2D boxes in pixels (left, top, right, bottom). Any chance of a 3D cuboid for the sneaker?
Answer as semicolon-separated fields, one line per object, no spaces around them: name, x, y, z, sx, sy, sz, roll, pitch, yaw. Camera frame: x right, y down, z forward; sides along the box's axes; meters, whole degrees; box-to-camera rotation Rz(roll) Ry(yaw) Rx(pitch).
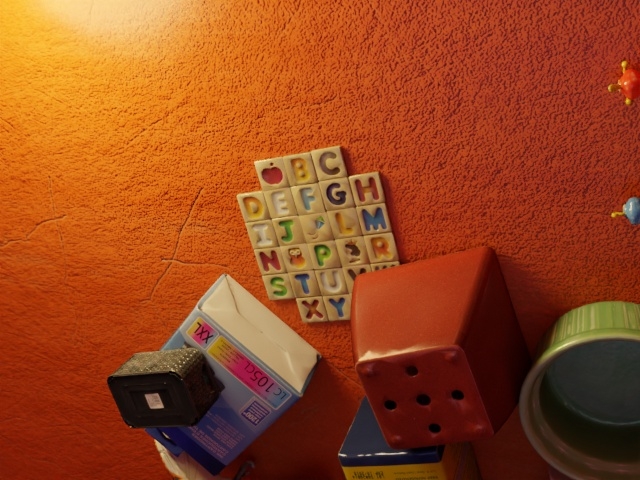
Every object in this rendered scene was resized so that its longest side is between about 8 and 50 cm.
sneaker;-0.281;0.503;1.557;0.262;0.121;0.099;42;155;45

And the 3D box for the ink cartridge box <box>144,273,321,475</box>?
ink cartridge box;-0.223;0.303;1.442;0.270;0.151;0.395;41;123;-2

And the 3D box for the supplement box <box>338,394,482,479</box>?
supplement box;0.199;0.492;1.346;0.194;0.195;0.357;-11;110;25

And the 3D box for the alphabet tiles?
alphabet tiles;0.000;0.000;1.290;0.285;0.011;0.343;-7;112;23

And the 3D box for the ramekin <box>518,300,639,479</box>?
ramekin;0.491;0.249;1.146;0.303;0.148;0.303;8;117;17

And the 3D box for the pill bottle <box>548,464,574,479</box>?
pill bottle;0.511;0.555;1.259;0.188;0.188;0.334;-7;107;23

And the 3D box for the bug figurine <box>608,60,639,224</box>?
bug figurine;0.529;-0.140;0.990;0.216;0.072;0.279;-4;108;15

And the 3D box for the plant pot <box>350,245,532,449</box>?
plant pot;0.192;0.201;1.178;0.267;0.236;0.267;-14;110;24

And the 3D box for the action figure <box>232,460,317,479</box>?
action figure;-0.128;0.655;1.516;0.370;0.276;0.248;-19;113;13

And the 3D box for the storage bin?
storage bin;-0.301;0.284;1.326;0.180;0.084;0.122;-9;109;26
